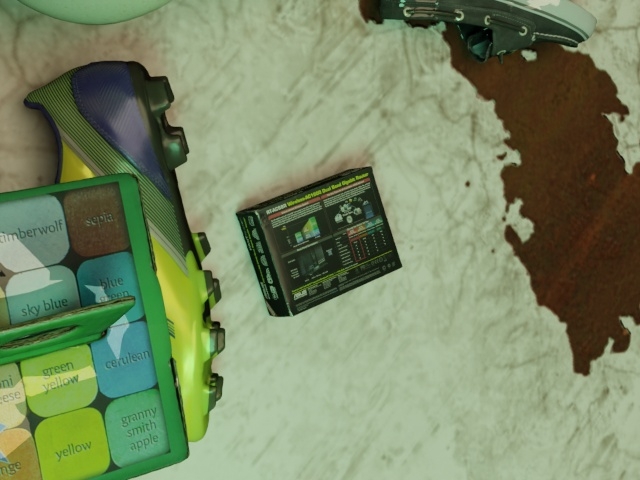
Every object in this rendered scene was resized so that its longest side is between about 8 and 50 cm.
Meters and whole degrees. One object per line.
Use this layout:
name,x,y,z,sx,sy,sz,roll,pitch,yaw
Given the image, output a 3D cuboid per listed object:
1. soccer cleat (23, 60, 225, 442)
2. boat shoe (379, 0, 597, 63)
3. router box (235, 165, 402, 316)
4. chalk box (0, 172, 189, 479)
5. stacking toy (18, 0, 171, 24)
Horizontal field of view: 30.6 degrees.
soccer cleat,-0.143,0.013,0.866,0.121,0.093,0.289,-11,99,-1
boat shoe,0.149,-0.198,1.051,0.228,0.080,0.076,10,100,-34
router box,0.000,0.000,0.968,0.122,0.038,0.092,-22,100,-31
chalk box,-0.200,0.064,0.693,0.180,0.289,0.179,-12,94,-31
stacking toy,-0.020,-0.332,0.869,0.480,0.350,0.351,-10,93,-51
